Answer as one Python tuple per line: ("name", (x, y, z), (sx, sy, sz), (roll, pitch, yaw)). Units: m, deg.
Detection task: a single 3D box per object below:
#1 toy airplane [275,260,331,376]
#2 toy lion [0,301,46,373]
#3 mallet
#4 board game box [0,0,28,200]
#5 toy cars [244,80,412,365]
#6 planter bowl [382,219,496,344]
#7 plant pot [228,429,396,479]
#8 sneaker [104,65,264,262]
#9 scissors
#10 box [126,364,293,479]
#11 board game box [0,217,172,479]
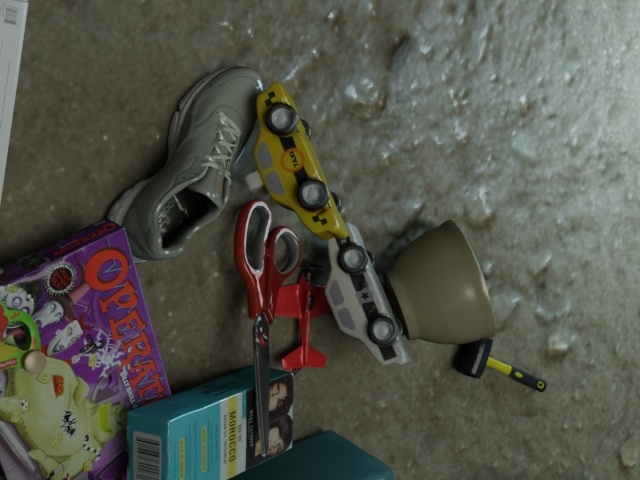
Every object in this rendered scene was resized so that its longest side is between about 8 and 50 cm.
("toy airplane", (-0.022, 0.100, 1.507), (0.151, 0.028, 0.151), (-7, 102, -36))
("toy lion", (-0.324, 0.093, 1.177), (0.100, 0.034, 0.096), (-15, 108, -35))
("mallet", (0.267, 0.175, 1.729), (0.190, 0.039, 0.062), (17, 86, -41))
("board game box", (-0.403, -0.104, 1.180), (0.193, 0.053, 0.305), (7, 95, -37))
("toy cars", (0.000, 0.000, 1.429), (0.087, 0.176, 0.393), (-23, 122, 7))
("planter bowl", (0.146, 0.067, 1.557), (0.109, 0.162, 0.162), (-21, 112, -4))
("plant pot", (-0.046, 0.357, 1.460), (0.234, 0.166, 0.165), (-12, 105, -26))
("sneaker", (-0.126, -0.080, 1.343), (0.099, 0.121, 0.262), (39, 74, -33))
("scissors", (-0.077, 0.095, 1.406), (0.109, 0.021, 0.297), (36, 54, -43))
("box", (-0.121, 0.219, 1.382), (0.244, 0.060, 0.100), (-14, 107, -57))
("board game box", (-0.266, 0.171, 1.302), (0.208, 0.056, 0.346), (-31, 124, -32))
